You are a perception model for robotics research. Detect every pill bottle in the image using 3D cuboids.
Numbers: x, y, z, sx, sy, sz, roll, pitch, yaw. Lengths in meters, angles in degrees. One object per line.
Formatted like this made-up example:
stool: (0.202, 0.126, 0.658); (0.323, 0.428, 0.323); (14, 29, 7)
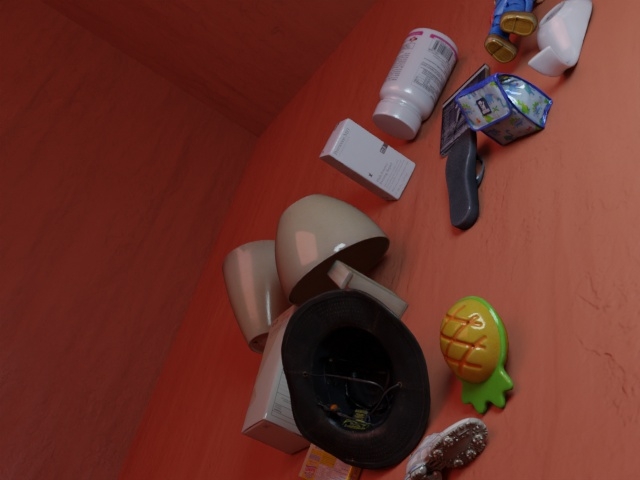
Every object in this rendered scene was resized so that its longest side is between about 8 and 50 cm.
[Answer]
pill bottle: (0.265, -0.440, 1.821); (0.283, 0.160, 0.160); (-63, 19, -11)

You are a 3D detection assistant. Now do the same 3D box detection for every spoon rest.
spoon rest: (0.502, -0.420, 1.345); (0.137, 0.084, 0.276); (-37, 16, 47)

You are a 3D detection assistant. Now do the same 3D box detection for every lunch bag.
lunch bag: (0.370, -0.275, 1.316); (0.128, 0.151, 0.096); (-20, 43, 61)

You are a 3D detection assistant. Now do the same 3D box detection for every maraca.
maraca: (0.251, 0.181, 1.033); (0.127, 0.099, 0.186); (-40, 52, 49)

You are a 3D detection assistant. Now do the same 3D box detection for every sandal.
sandal: (0.320, -0.131, 1.403); (0.097, 0.054, 0.255); (135, 148, -55)

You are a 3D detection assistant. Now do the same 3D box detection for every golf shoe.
golf shoe: (0.190, 0.324, 1.017); (0.176, 0.069, 0.086); (-50, 15, 24)

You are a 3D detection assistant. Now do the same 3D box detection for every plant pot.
plant pot: (-0.155, 0.184, 1.890); (0.256, 0.256, 0.274); (-45, 40, 36)
plant pot: (0.000, 0.000, 1.561); (0.284, 0.284, 0.191); (-46, 66, 35)

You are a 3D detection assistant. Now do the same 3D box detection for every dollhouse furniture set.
dollhouse furniture set: (0.051, 0.193, 1.414); (0.242, 0.161, 0.212); (-59, 19, 3)

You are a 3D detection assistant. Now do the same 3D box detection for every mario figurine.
mario figurine: (0.486, -0.560, 1.521); (0.198, 0.170, 0.321); (-13, 45, 37)

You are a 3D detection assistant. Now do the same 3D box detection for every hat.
hat: (0.084, 0.248, 1.216); (0.331, 0.331, 0.134); (-50, -20, 26)

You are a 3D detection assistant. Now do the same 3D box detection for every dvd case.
dvd case: (0.364, -0.329, 1.622); (0.164, 0.018, 0.221); (-43, 25, 43)

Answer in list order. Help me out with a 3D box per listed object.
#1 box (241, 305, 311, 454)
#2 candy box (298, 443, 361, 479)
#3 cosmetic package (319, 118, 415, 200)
box: (-0.067, 0.330, 1.541); (0.121, 0.148, 0.311); (-41, 25, 45)
candy box: (0.023, 0.451, 1.307); (0.206, 0.027, 0.105); (-19, 47, 63)
cosmetic package: (0.127, -0.213, 1.720); (0.117, 0.231, 0.085); (-63, 19, -9)
